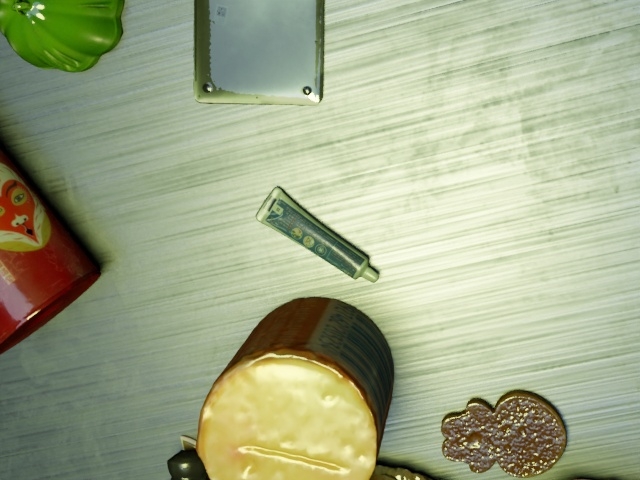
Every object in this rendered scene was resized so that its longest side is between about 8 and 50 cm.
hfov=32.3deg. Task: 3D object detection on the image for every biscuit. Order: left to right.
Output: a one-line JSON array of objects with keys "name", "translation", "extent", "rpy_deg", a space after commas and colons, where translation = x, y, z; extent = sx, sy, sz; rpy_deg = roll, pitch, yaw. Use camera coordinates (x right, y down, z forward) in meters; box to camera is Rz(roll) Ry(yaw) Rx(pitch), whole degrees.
[{"name": "biscuit", "translation": [0.258, 0.273, 1.557], "extent": [0.175, 0.026, 0.124], "rpy_deg": [-2, 97, 11]}]

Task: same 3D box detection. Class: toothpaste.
[{"name": "toothpaste", "translation": [0.000, 0.000, 1.561], "extent": [0.197, 0.035, 0.057], "rpy_deg": [35, 97, 7]}]

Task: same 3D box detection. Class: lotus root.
[{"name": "lotus root", "translation": [-0.381, -0.318, 1.516], "extent": [0.186, 0.186, 0.186], "rpy_deg": [2, 99, 10]}]

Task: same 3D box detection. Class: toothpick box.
[{"name": "toothpick box", "translation": [-0.493, -0.021, 1.565], "extent": [0.204, 0.204, 0.333], "rpy_deg": [-38, 90, 14]}]

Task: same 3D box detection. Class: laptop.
[{"name": "laptop", "translation": [-0.086, -0.323, 1.537], "extent": [0.187, 0.015, 0.269], "rpy_deg": [3, 99, 10]}]

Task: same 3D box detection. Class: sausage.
[{"name": "sausage", "translation": [-0.021, 0.215, 1.469], "extent": [0.233, 0.287, 0.233], "rpy_deg": [1, 101, 6]}]

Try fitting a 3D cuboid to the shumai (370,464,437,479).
[{"name": "shumai", "translation": [0.099, 0.488, 1.579], "extent": [0.346, 0.217, 0.283], "rpy_deg": [7, 131, 20]}]

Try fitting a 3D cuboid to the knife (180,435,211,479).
[{"name": "knife", "translation": [-0.155, 0.409, 1.658], "extent": [0.046, 0.022, 0.256], "rpy_deg": [-20, 94, 19]}]

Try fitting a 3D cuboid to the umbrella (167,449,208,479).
[{"name": "umbrella", "translation": [-0.176, 0.478, 1.633], "extent": [0.113, 0.106, 0.358], "rpy_deg": [-5, 99, 4]}]

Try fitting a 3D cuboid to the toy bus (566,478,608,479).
[{"name": "toy bus", "translation": [0.352, 0.426, 1.449], "extent": [0.232, 0.287, 0.194], "rpy_deg": [22, 107, 23]}]
